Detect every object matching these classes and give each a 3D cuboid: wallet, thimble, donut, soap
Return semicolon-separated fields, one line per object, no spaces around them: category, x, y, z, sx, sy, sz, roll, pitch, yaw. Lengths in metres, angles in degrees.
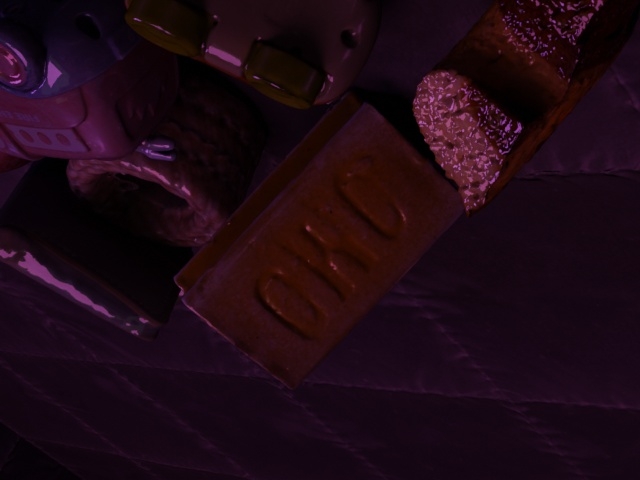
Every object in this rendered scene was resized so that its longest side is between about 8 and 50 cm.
wallet;-0.272;-0.006;1.584;0.252;0.083;0.360;30;-163;-12
thimble;-0.176;-0.094;1.455;0.196;0.148;0.229;30;158;-10
donut;0.175;-0.171;0.972;0.112;0.151;0.295;41;138;10
soap;0.000;0.000;1.302;0.173;0.274;0.089;41;-176;-24

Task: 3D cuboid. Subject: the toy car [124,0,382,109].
toy car;-0.060;-0.207;1.160;0.235;0.145;0.235;26;175;2

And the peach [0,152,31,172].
peach;-0.396;-0.156;1.574;0.152;0.152;0.152;22;155;11

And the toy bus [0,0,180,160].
toy bus;-0.279;-0.183;1.279;0.294;0.197;0.231;9;140;31
